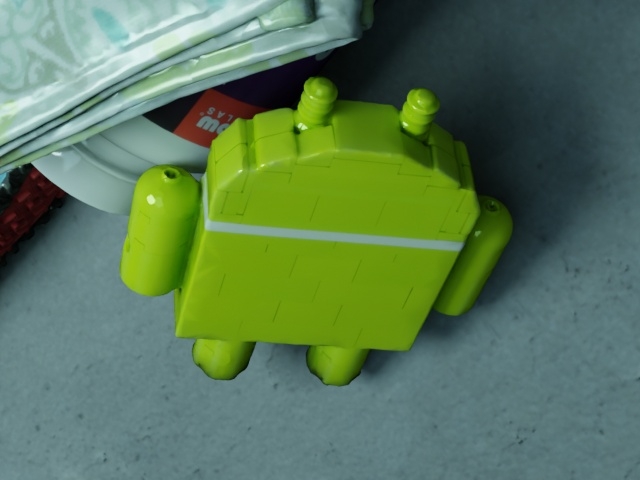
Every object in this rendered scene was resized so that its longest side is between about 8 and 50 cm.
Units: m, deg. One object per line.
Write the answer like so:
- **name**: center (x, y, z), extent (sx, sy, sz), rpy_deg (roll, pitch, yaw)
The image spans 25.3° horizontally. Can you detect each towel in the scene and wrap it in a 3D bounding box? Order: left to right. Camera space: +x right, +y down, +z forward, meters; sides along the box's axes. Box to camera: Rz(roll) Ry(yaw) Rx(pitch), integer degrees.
- **towel**: center (-0.154, -0.240, 0.791), extent (0.320, 0.090, 0.374), rpy_deg (-19, 87, 27)

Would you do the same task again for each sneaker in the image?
- **sneaker**: center (-0.287, -0.029, 1.070), extent (0.125, 0.104, 0.262), rpy_deg (46, 114, 7)

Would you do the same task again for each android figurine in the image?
- **android figurine**: center (0.000, 0.000, 0.914), extent (0.248, 0.056, 0.273), rpy_deg (4, 140, -12)

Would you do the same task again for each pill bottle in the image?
- **pill bottle**: center (-0.065, -0.170, 0.907), extent (0.181, 0.181, 0.323), rpy_deg (43, 114, 6)
